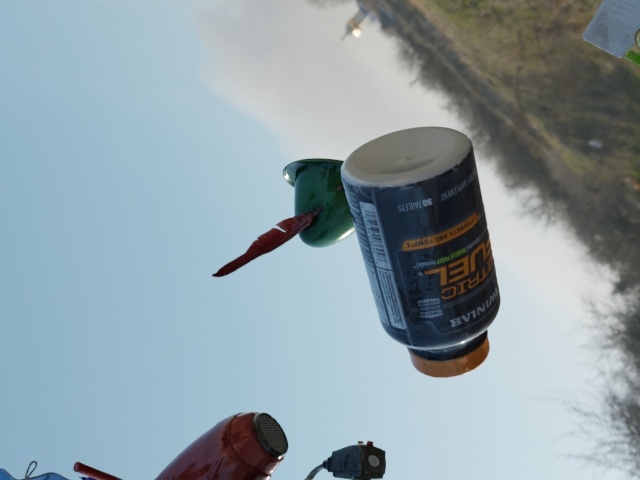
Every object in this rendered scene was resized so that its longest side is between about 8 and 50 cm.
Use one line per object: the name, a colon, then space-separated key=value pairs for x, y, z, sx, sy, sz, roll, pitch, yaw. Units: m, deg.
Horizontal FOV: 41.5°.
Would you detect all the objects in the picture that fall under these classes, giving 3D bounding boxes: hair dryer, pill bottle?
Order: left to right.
hair dryer: x=-0.090 y=0.269 z=0.809 sx=0.293 sy=0.223 sz=0.080 roll=-4 pitch=140 yaw=45
pill bottle: x=0.110 y=0.020 z=0.855 sx=0.130 sy=0.130 sz=0.245 roll=-107 pitch=0 yaw=-62

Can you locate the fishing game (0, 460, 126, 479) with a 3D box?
fishing game: x=-0.264 y=0.248 z=0.815 sx=0.189 sy=0.264 sz=0.041 roll=39 pitch=-138 yaw=-42

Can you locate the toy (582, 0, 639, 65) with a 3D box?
toy: x=0.384 y=-0.277 z=0.836 sx=0.137 sy=0.237 sz=0.056 roll=36 pitch=-158 yaw=20

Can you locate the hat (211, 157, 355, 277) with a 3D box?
hat: x=0.000 y=0.000 z=1.204 sx=0.208 sy=0.183 sz=0.173 roll=0 pitch=156 yaw=40
